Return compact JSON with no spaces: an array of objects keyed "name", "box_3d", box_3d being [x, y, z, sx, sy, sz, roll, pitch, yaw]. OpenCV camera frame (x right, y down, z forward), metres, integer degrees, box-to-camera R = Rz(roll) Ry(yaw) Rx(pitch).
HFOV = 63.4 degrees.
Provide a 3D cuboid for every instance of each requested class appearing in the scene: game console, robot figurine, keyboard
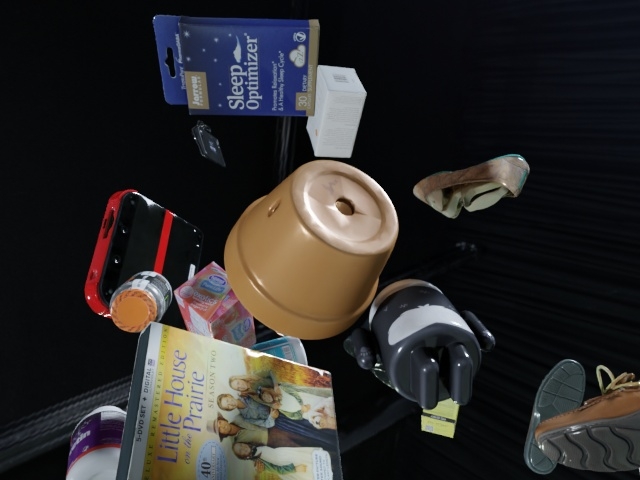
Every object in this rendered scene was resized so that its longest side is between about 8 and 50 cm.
[{"name":"game console","box_3d":[-0.503,0.070,1.533,0.342,0.060,0.386,39,-134,-47]},{"name":"robot figurine","box_3d":[0.188,0.187,0.963,0.209,0.278,0.173,30,-75,-19]},{"name":"keyboard","box_3d":[-0.280,-0.241,1.284,0.023,0.180,0.108,-17,-91,3]}]

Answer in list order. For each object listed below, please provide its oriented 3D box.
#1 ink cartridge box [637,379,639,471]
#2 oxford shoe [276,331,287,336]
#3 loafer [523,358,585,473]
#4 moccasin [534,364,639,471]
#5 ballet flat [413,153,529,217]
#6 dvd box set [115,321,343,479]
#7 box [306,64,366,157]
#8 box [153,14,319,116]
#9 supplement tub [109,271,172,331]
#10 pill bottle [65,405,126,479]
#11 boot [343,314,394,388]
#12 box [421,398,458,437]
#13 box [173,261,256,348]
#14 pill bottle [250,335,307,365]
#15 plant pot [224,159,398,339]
[{"name":"ink cartridge box","box_3d":[0.801,0.455,1.117,0.114,0.199,0.272,102,180,-47]},{"name":"oxford shoe","box_3d":[-0.142,0.214,1.805,0.098,0.097,0.271,-71,-22,-47]},{"name":"loafer","box_3d":[0.533,0.404,1.214,0.084,0.096,0.267,72,-138,-78]},{"name":"moccasin","box_3d":[0.580,0.305,0.943,0.139,0.380,0.147,52,-160,-14]},{"name":"ballet flat","box_3d":[0.330,-0.112,1.210,0.108,0.316,0.106,27,-114,-27]},{"name":"dvd box set","box_3d":[-0.146,0.343,0.964,0.421,0.307,0.062,24,-51,-29]},{"name":"box","box_3d":[0.033,-0.302,1.219,0.091,0.130,0.170,0,-47,-15]},{"name":"box","box_3d":[-0.117,-0.245,0.741,0.226,0.036,0.136,0,-47,-4]},{"name":"supplement tub","box_3d":[-0.409,0.140,1.184,0.117,0.190,0.116,-1,-85,-9]},{"name":"pill bottle","box_3d":[-0.585,0.580,1.409,0.182,0.323,0.181,-4,-80,-22]},{"name":"boot","box_3d":[0.224,0.339,1.674,0.207,0.247,0.094,-36,-29,-41]},{"name":"box","box_3d":[0.334,0.409,1.390,0.232,0.088,0.058,-58,-30,-51]},{"name":"box","box_3d":[-0.292,0.225,1.484,0.142,0.154,0.299,-40,-28,-28]},{"name":"pill bottle","box_3d":[-0.187,0.404,1.672,0.264,0.146,0.146,-11,-68,-21]},{"name":"plant pot","box_3d":[0.000,0.000,0.905,0.291,0.290,0.203,-22,-20,-39]}]
